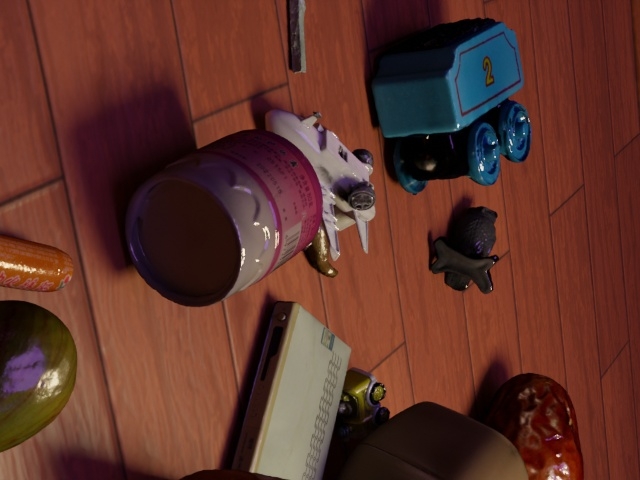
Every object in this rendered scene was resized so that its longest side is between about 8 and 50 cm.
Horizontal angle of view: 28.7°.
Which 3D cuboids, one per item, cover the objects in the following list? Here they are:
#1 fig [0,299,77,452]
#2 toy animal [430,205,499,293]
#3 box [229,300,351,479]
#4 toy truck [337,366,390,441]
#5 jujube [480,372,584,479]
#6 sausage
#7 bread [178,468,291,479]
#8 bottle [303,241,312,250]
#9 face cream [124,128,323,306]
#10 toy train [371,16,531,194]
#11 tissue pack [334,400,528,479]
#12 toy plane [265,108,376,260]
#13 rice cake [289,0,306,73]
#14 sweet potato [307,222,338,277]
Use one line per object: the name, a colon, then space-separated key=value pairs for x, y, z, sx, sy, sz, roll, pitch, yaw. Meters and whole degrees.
fig: x=-0.319 y=0.174 z=1.147 sx=0.259 sy=0.151 sz=0.151 roll=-77 pitch=150 yaw=-42
toy animal: x=0.281 y=0.020 z=2.276 sx=0.210 sy=0.121 sz=0.117 roll=-51 pitch=153 yaw=-55
box: x=-0.039 y=0.244 z=1.767 sx=0.211 sy=0.045 sz=0.270 roll=43 pitch=54 yaw=-52
toy truck: x=0.054 y=0.257 z=1.909 sx=0.077 sy=0.076 sz=0.111 roll=-27 pitch=118 yaw=-38
jujube: x=0.390 y=0.406 z=2.353 sx=0.318 sy=0.223 sz=0.223 roll=-75 pitch=148 yaw=-40
sausage: x=-0.354 y=0.010 z=1.203 sx=0.348 sy=0.053 sz=0.053 roll=18 pitch=75 yaw=-59
bread: x=-0.032 y=0.371 z=1.525 sx=0.328 sy=0.295 sz=0.114 roll=23 pitch=68 yaw=-25
bottle: x=-0.060 y=-0.043 z=1.714 sx=0.164 sy=0.060 sz=0.060 roll=54 pitch=46 yaw=-47
face cream: x=-0.114 y=-0.029 z=1.499 sx=0.195 sy=0.175 sz=0.175 roll=-34 pitch=120 yaw=-57
toy train: x=0.226 y=-0.230 z=2.085 sx=0.300 sy=0.188 sz=0.265 roll=-35 pitch=116 yaw=-53
tissue pack: x=0.167 y=0.464 z=1.895 sx=0.277 sy=0.267 sz=0.387 roll=-37 pitch=133 yaw=-29
toy plane: x=0.010 y=-0.103 z=1.770 sx=0.255 sy=0.101 sz=0.251 roll=50 pitch=27 yaw=-36
rice cake: x=-0.032 y=-0.300 z=1.787 sx=0.022 sy=0.022 sz=0.121 roll=-14 pitch=102 yaw=-70
sweet potato: x=-0.004 y=0.005 z=1.830 sx=0.041 sy=0.038 sz=0.153 roll=-46 pitch=133 yaw=-31
